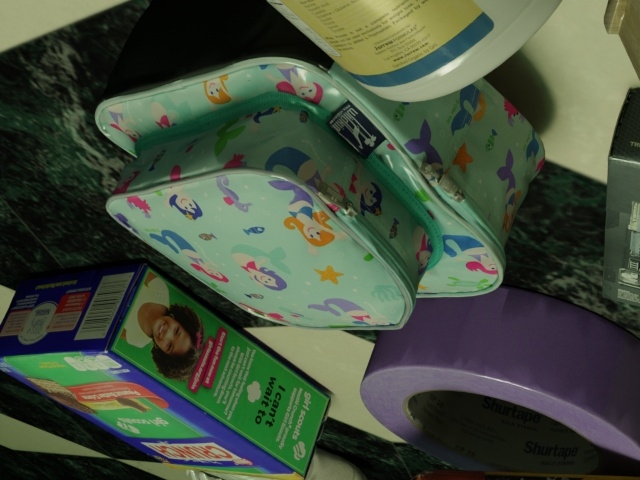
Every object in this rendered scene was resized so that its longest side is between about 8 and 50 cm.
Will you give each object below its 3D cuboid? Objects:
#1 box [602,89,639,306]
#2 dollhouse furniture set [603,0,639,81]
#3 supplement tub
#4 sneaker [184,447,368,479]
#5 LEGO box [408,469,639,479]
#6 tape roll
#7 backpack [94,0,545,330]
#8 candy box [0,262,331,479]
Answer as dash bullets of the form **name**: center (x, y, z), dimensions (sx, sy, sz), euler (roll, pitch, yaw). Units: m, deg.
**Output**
- **box**: center (0.299, -0.001, 0.724), dimensions (0.232, 0.059, 0.183), euler (13, 154, 20)
- **dollhouse furniture set**: center (0.206, -0.129, 0.435), dimensions (0.212, 0.161, 0.242), euler (-4, 141, -6)
- **supplement tub**: center (0.010, -0.172, 0.510), dimensions (0.199, 0.144, 0.144), euler (38, 150, -30)
- **sneaker**: center (-0.078, 0.310, 1.595), dimensions (0.292, 0.110, 0.118), euler (10, 144, 22)
- **LEGO box**: center (0.305, 0.407, 0.996), dimensions (0.500, 0.373, 0.193), euler (4, 157, -10)
- **tape roll**: center (0.179, 0.144, 1.072), dimensions (0.274, 0.090, 0.275), euler (17, 154, 9)
- **backpack**: center (0.008, -0.048, 0.726), dimensions (0.253, 0.191, 0.225), euler (33, 155, -36)
- **candy box**: center (-0.190, 0.164, 1.360), dimensions (0.268, 0.122, 0.317), euler (-9, 143, 46)
